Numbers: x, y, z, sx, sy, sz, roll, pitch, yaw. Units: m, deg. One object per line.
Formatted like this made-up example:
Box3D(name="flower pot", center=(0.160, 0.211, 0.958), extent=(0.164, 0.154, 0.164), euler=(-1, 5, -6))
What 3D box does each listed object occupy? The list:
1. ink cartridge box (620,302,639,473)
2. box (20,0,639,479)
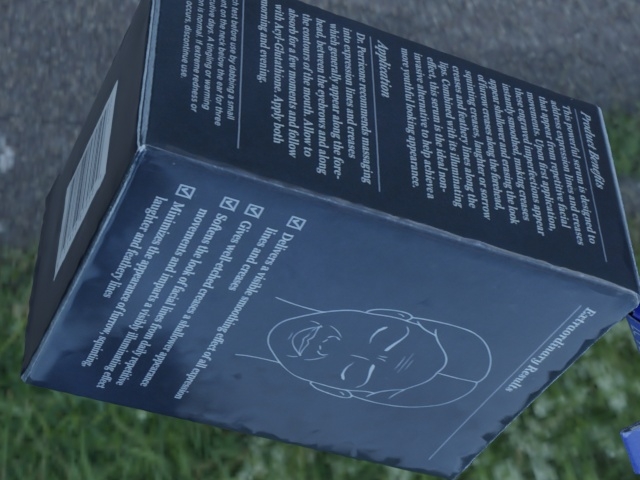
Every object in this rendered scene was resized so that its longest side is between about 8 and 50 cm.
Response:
Box3D(name="ink cartridge box", center=(0.415, 0.052, 1.161), extent=(0.395, 0.151, 0.270), euler=(-50, 146, -12))
Box3D(name="box", center=(0.000, 0.000, 1.078), extent=(0.395, 0.212, 0.293), euler=(17, 136, -19))
